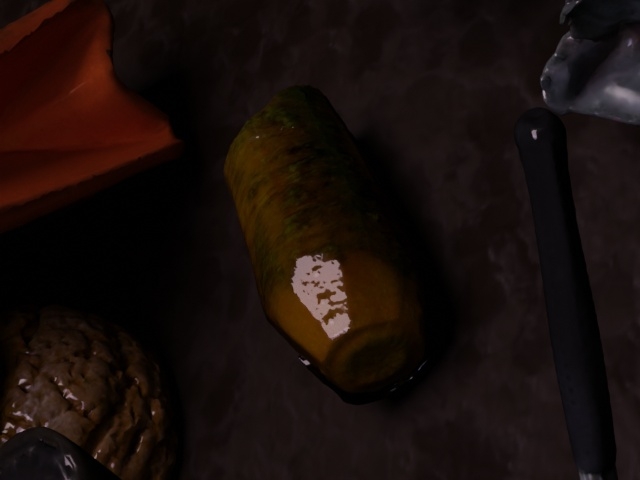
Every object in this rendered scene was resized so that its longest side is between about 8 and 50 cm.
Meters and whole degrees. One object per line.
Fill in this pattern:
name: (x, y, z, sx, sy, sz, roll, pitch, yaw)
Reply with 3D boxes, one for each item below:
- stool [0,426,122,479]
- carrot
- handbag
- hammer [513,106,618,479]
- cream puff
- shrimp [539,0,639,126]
stool: (-0.040, 0.271, 0.718, 0.310, 0.226, 0.310, -54, 46, 9)
carrot: (0.000, 0.000, 0.961, 0.082, 0.082, 0.173, -48, 43, 21)
handbag: (-0.301, 0.008, 1.149, 0.410, 0.303, 0.116, -28, 91, 38)
hammer: (0.097, 0.065, 0.723, 0.103, 0.029, 0.246, -129, 24, -66)
cream puff: (-0.191, 0.110, 1.054, 0.183, 0.169, 0.183, -26, 52, 38)
shrimp: (0.181, 0.035, 0.678, 0.410, 0.166, 0.221, -92, 10, -49)
